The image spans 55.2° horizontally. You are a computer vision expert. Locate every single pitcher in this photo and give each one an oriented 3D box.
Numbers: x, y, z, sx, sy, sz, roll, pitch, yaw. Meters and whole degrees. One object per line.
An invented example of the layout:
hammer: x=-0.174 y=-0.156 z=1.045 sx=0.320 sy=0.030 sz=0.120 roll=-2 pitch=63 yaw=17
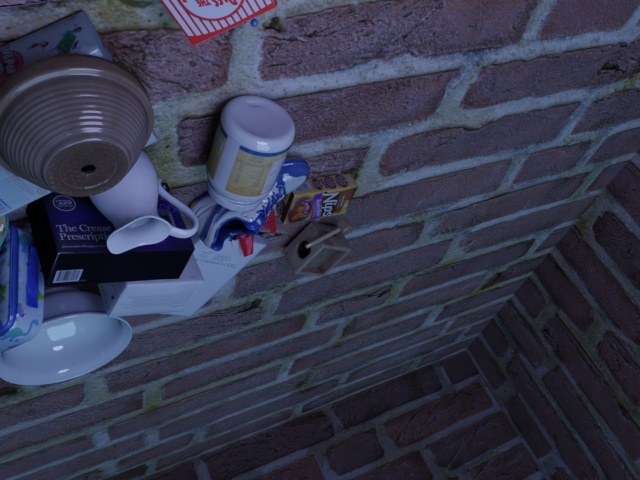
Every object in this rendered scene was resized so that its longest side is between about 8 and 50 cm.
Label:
pitcher: x=-0.327 y=-0.083 z=1.112 sx=0.177 sy=0.207 sz=0.125 roll=-2 pitch=142 yaw=-41

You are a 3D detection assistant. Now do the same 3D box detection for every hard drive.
hard drive: x=-0.314 y=0.081 z=1.569 sx=0.318 sy=0.040 sz=0.210 roll=-42 pitch=149 yaw=22

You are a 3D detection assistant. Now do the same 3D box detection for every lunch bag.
lunch bag: x=-0.591 y=0.089 z=1.129 sx=0.176 sy=0.219 sz=0.090 roll=-20 pitch=155 yaw=22

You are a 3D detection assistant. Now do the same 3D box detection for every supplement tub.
supplement tub: x=-0.144 y=-0.168 z=1.206 sx=0.144 sy=0.144 sz=0.200 roll=-9 pitch=147 yaw=-32

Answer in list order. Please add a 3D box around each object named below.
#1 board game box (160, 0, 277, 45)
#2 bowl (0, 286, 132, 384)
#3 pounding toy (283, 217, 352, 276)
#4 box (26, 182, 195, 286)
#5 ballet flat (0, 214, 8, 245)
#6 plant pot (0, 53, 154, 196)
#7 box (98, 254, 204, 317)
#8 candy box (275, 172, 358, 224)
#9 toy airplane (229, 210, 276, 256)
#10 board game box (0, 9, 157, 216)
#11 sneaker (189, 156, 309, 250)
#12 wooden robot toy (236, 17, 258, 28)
board game box: x=-0.168 y=-0.385 z=0.856 sx=0.146 sy=0.045 sz=0.193 roll=-20 pitch=142 yaw=16
bowl: x=-0.599 y=0.201 z=1.409 sx=0.297 sy=0.134 sz=0.298 roll=-23 pitch=151 yaw=-13
pounding toy: x=-0.002 y=-0.005 z=1.653 sx=0.206 sy=0.094 sz=0.181 roll=-44 pitch=149 yaw=26
box: x=-0.401 y=-0.019 z=1.175 sx=0.261 sy=0.184 sz=0.103 roll=-2 pitch=139 yaw=-41
ballet flat: x=-0.699 y=0.049 z=1.079 sx=0.348 sy=0.123 sz=0.123 roll=-35 pitch=151 yaw=18
plant pot: x=-0.352 y=-0.143 z=0.895 sx=0.237 sy=0.110 sz=0.237 roll=-22 pitch=151 yaw=-13
box: x=-0.377 y=0.055 z=1.320 sx=0.181 sy=0.181 sz=0.119 roll=-1 pitch=141 yaw=-42
candy box: x=-0.008 y=-0.106 z=1.529 sx=0.186 sy=0.053 sz=0.109 roll=-13 pitch=147 yaw=-30
toy airplane: x=-0.161 y=-0.028 z=1.500 sx=0.151 sy=0.028 sz=0.151 roll=-26 pitch=130 yaw=-36
board game box: x=-0.444 y=-0.186 z=0.956 sx=0.303 sy=0.098 sz=0.224 roll=-25 pitch=152 yaw=-4
sneaker: x=-0.142 y=-0.076 z=1.375 sx=0.296 sy=0.131 sz=0.112 roll=-29 pitch=150 yaw=-2
wooden robot toy: x=-0.099 y=-0.414 z=0.952 sx=0.079 sy=0.076 sz=0.173 roll=-52 pitch=173 yaw=-44
